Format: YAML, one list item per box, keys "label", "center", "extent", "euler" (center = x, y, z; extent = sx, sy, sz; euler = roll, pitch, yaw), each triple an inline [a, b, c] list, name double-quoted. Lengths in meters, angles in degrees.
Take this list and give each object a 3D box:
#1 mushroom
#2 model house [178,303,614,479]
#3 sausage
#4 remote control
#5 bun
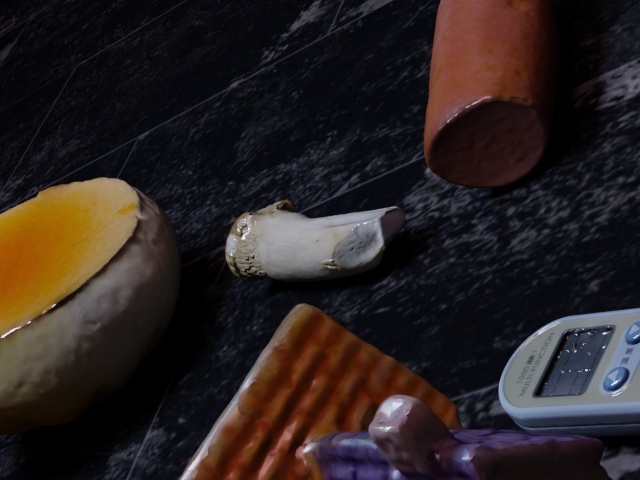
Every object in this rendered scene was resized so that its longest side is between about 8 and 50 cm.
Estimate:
- label: "mushroom"
  center: [0.000, 0.000, 1.490]
  extent: [0.084, 0.071, 0.209]
  euler: [-26, 14, -35]
- label: "model house"
  center: [0.041, 0.184, 0.926]
  extent: [0.202, 0.237, 0.237]
  euler: [-53, 25, -20]
- label: "sausage"
  center: [0.149, -0.156, 1.448]
  extent: [0.113, 0.113, 0.259]
  euler: [-30, 30, 30]
- label: "remote control"
  center: [0.209, 0.082, 1.053]
  extent: [0.244, 0.047, 0.087]
  euler: [-10, 45, 51]
- label: "bun"
  center: [-0.260, 0.080, 1.656]
  extent: [0.299, 0.165, 0.299]
  euler: [-20, 30, 12]
